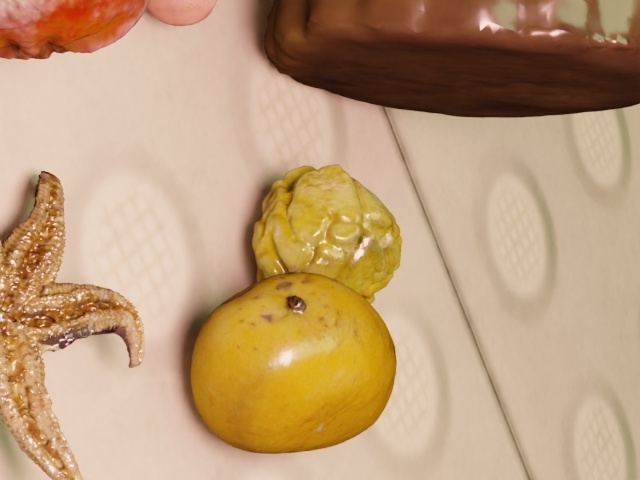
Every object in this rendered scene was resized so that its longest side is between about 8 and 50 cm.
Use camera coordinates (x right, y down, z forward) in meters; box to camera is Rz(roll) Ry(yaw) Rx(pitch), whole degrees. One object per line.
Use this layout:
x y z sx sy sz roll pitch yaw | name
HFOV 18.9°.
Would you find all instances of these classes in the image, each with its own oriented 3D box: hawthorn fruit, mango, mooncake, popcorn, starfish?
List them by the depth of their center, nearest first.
-0.174 -0.190 1.128 0.173 0.173 0.173 23 61 -53 | hawthorn fruit
-0.187 0.046 1.139 0.213 0.057 0.238 2 75 -49 | starfish
-0.015 0.092 1.335 0.098 0.137 0.195 49 2 28 | mango
0.000 0.000 1.405 0.121 0.116 0.106 -21 70 -30 | popcorn
0.121 -0.204 1.433 0.324 0.324 0.187 13 77 -55 | mooncake

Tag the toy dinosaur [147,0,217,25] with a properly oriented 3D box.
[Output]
-0.118 -0.243 1.287 0.194 0.152 0.177 122 -35 -79 | toy dinosaur
